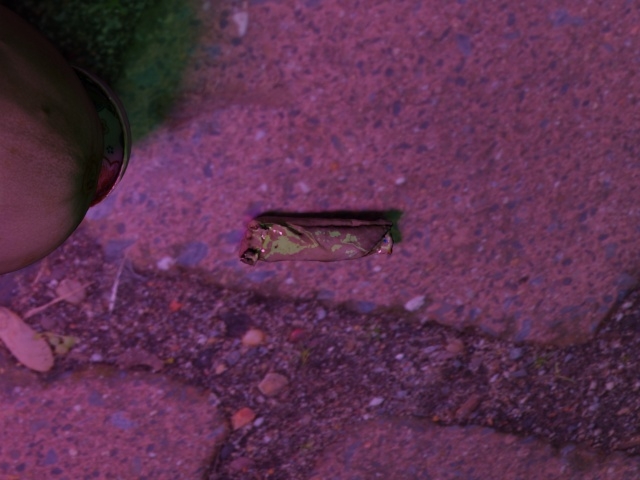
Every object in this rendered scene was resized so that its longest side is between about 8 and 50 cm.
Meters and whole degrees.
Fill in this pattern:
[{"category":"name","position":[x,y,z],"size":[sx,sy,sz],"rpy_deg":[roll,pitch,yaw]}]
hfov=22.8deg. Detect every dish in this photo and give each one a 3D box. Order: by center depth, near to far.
[{"category":"dish","position":[-0.226,-0.101,1.471],"size":[0.141,0.078,0.141],"rpy_deg":[6,107,19]}]

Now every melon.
[{"category":"melon","position":[-0.336,-0.091,1.312],"size":[0.308,0.272,0.272],"rpy_deg":[37,110,-12]}]

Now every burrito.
[{"category":"burrito","position":[-0.001,-0.001,1.648],"size":[0.171,0.042,0.051],"rpy_deg":[1,124,-17]}]
